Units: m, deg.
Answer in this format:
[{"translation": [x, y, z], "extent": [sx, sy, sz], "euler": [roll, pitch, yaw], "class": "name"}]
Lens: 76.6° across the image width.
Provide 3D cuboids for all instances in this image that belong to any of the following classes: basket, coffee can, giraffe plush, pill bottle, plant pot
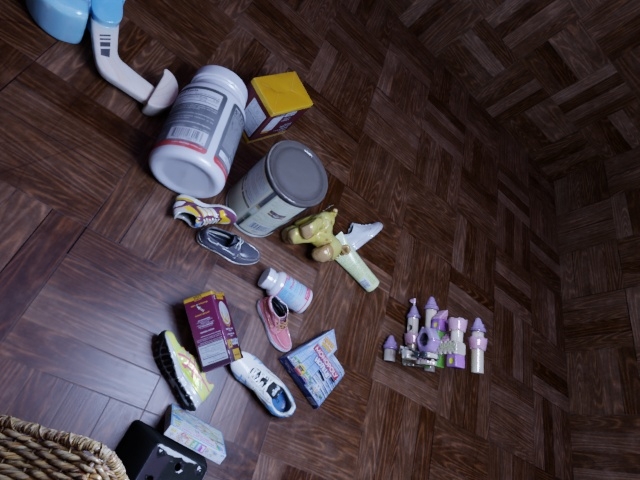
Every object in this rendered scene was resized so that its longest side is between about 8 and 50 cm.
[{"translation": [-0.464, 0.457, 0.707], "extent": [0.213, 0.299, 0.223], "euler": [65, 31, -52], "class": "basket"}, {"translation": [-0.139, -0.147, 1.227], "extent": [0.201, 0.275, 0.202], "euler": [16, 63, -33], "class": "coffee can"}, {"translation": [0.000, 0.000, 1.357], "extent": [0.210, 0.181, 0.171], "euler": [-31, 104, -25], "class": "giraffe plush"}, {"translation": [-0.339, -0.324, 1.189], "extent": [0.210, 0.210, 0.363], "euler": [27, 57, -27], "class": "pill bottle"}, {"translation": [-0.110, 0.152, 1.252], "extent": [0.160, 0.087, 0.087], "euler": [36, 53, -22], "class": "pill bottle"}, {"translation": [-0.351, 0.514, 0.859], "extent": [0.187, 0.167, 0.188], "euler": [40, 53, -18], "class": "plant pot"}]

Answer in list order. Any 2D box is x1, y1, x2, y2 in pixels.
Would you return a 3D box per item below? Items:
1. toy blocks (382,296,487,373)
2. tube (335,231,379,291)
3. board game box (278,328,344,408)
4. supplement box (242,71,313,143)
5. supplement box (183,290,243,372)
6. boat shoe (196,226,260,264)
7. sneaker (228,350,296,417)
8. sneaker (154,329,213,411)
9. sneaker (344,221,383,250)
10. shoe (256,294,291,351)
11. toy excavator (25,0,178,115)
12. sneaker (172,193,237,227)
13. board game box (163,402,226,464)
[{"translation": [0.395, 0.317, 1.450], "extent": [0.308, 0.288, 0.260], "euler": [21, 66, -28], "class": "toy blocks"}, {"translation": [0.118, 0.083, 1.475], "extent": [0.240, 0.062, 0.070], "euler": [47, 52, -13], "class": "tube"}, {"translation": [-0.002, 0.378, 1.261], "extent": [0.194, 0.060, 0.194], "euler": [-39, 97, -40], "class": "board game box"}, {"translation": [-0.170, -0.452, 1.384], "extent": [0.191, 0.194, 0.129], "euler": [-31, 92, -42], "class": "supplement box"}, {"translation": [-0.277, 0.233, 1.054], "extent": [0.080, 0.104, 0.188], "euler": [-20, 79, 2], "class": "supplement box"}, {"translation": [-0.262, 0.016, 1.203], "extent": [0.206, 0.065, 0.075], "euler": [25, 58, -28], "class": "boat shoe"}, {"translation": [-0.155, 0.392, 1.119], "extent": [0.237, 0.086, 0.085], "euler": [49, 51, -10], "class": "sneaker"}, {"translation": [-0.339, 0.314, 1.019], "extent": [0.094, 0.081, 0.209], "euler": [-30, 97, -50], "class": "sneaker"}, {"translation": [0.157, -0.036, 1.554], "extent": [0.094, 0.080, 0.212], "euler": [51, 49, 6], "class": "sneaker"}, {"translation": [-0.124, 0.247, 1.204], "extent": [0.063, 0.081, 0.178], "euler": [-26, 89, -42], "class": "shoe"}, {"translation": [-0.623, -0.597, 1.113], "extent": [0.432, 0.222, 0.445], "euler": [2, 85, -38], "class": "toy excavator"}, {"translation": [-0.334, -0.065, 1.172], "extent": [0.185, 0.069, 0.084], "euler": [16, 47, -24], "class": "sneaker"}, {"translation": [-0.299, 0.459, 0.966], "extent": [0.154, 0.103, 0.026], "euler": [40, 82, -18], "class": "board game box"}]
